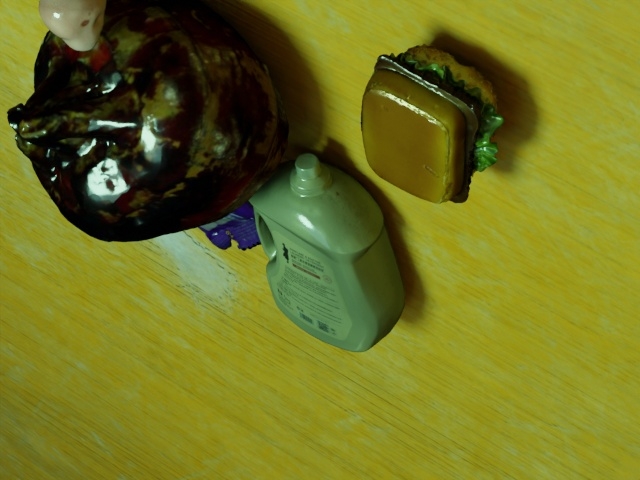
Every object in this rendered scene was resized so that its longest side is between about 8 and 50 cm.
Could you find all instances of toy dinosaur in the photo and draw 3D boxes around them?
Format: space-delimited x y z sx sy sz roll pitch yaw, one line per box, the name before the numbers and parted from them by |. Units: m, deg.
toy dinosaur | -0.230 -0.301 1.812 0.152 0.177 0.194 21 144 32

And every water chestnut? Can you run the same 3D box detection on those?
water chestnut | -0.180 -0.119 1.936 0.289 0.244 0.289 31 153 18

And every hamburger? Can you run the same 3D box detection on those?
hamburger | 0.107 -0.107 1.753 0.137 0.087 0.166 32 152 17

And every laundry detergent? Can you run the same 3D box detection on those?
laundry detergent | 0.000 0.000 2.037 0.181 0.091 0.253 28 150 31

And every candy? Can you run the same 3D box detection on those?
candy | -0.171 -0.087 2.156 0.275 0.070 0.145 44 159 -13
